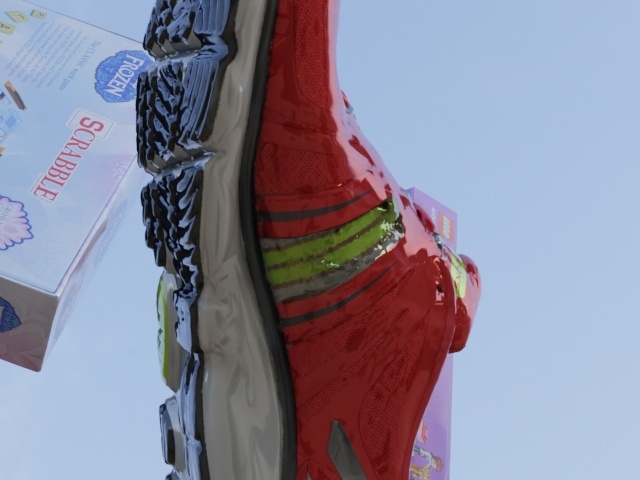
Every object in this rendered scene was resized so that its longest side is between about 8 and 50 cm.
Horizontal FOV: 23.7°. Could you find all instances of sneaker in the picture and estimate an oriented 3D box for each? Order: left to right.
[{"bbox_3d":[0.000,0.000,0.552,0.118,0.107,0.279,-5,-77,-18],"label":"sneaker"}]

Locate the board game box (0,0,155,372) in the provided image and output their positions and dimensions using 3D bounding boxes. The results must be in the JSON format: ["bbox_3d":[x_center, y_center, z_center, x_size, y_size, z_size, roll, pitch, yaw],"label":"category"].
[{"bbox_3d":[-0.275,-0.079,1.009,0.318,0.318,0.066,20,-56,0],"label":"board game box"}]

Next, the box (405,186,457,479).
[{"bbox_3d":[0.006,0.124,1.140,0.201,0.293,0.057,-22,-37,39],"label":"box"}]
